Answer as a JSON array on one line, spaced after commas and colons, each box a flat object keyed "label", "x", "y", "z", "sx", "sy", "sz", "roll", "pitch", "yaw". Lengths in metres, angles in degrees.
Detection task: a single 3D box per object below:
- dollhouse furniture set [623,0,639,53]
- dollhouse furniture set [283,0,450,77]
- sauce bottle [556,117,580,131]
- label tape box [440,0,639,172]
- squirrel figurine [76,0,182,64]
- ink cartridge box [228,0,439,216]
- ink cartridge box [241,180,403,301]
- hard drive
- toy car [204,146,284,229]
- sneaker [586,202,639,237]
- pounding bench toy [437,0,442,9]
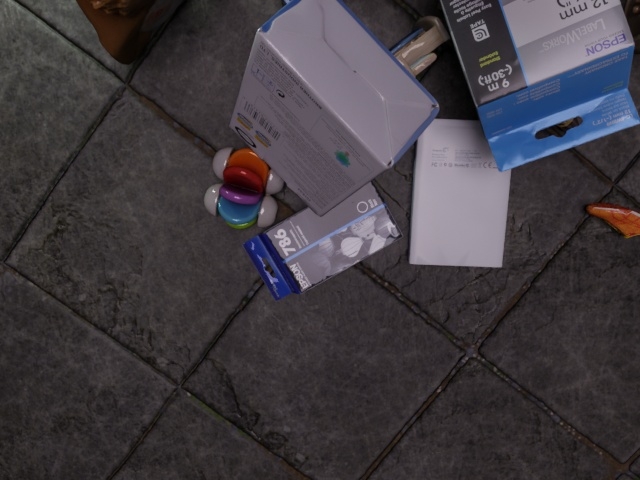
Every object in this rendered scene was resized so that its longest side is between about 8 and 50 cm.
[{"label": "dollhouse furniture set", "x": 0.526, "y": -0.492, "z": 0.872, "sx": 0.394, "sy": 0.256, "sz": 0.362, "roll": 10, "pitch": 98, "yaw": -2}, {"label": "dollhouse furniture set", "x": 0.077, "y": -0.443, "z": 0.861, "sx": 0.198, "sy": 0.286, "sz": 0.303, "roll": -38, "pitch": 108, "yaw": 5}, {"label": "sauce bottle", "x": 0.530, "y": -0.269, "z": 1.013, "sx": 0.128, "sy": 0.042, "sz": 0.042, "roll": 39, "pitch": 96, "yaw": -5}, {"label": "label tape box", "x": 0.377, "y": -0.327, "z": 0.804, "sx": 0.249, "sy": 0.115, "sz": 0.348, "roll": -19, "pitch": 86, "yaw": 21}, {"label": "squirrel figurine", "x": -0.421, "y": -0.546, "z": 0.787, "sx": 0.281, "sy": 0.397, "sz": 0.370, "roll": -41, "pitch": 105, "yaw": 10}, {"label": "ink cartridge box", "x": -0.012, "y": -0.208, "z": 0.839, "sx": 0.270, "sy": 0.395, "sz": 0.151, "roll": 45, "pitch": 69, "yaw": -6}, {"label": "ink cartridge box", "x": 0.000, "y": 0.000, "z": 1.038, "sx": 0.332, "sy": 0.065, "sz": 0.165, "roll": -30, "pitch": 98, "yaw": 5}, {"label": "hard drive", "x": 0.310, "y": -0.103, "z": 1.035, "sx": 0.210, "sy": 0.040, "sz": 0.319, "roll": 2, "pitch": 98, "yaw": -1}, {"label": "toy car", "x": -0.163, "y": -0.109, "z": 0.982, "sx": 0.159, "sy": 0.136, "sz": 0.182, "roll": 15, "pitch": 98, "yaw": -3}, {"label": "sneaker", "x": 0.679, "y": -0.041, "z": 1.038, "sx": 0.175, "sy": 0.064, "sz": 0.067, "roll": 17, "pitch": 108, "yaw": 0}, {"label": "pounding bench toy", "x": 0.290, "y": -0.507, "z": 0.959, "sx": 0.083, "sy": 0.065, "sz": 0.052, "roll": 14, "pitch": 99, "yaw": 8}]
